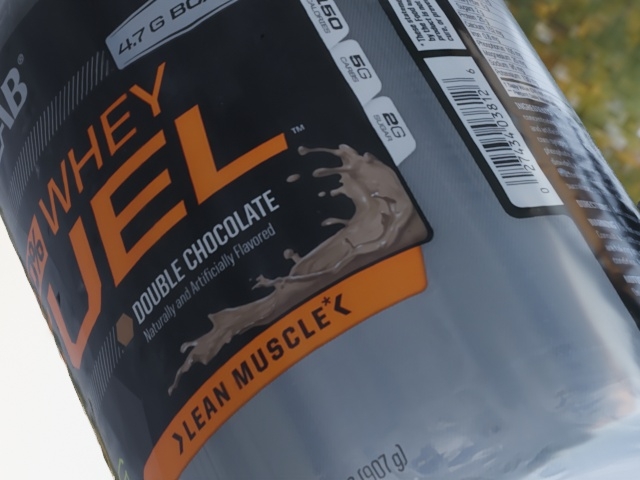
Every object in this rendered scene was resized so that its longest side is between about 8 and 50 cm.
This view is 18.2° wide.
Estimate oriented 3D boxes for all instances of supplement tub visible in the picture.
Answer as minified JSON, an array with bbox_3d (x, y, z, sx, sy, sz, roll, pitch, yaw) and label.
[{"bbox_3d":[0.000,0.000,0.723,0.207,0.207,0.338,-51,-128,32],"label":"supplement tub"}]

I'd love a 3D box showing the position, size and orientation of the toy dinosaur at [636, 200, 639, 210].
[{"bbox_3d":[0.340,-0.017,1.367,0.218,0.164,0.322,-12,-162,42],"label":"toy dinosaur"}]
